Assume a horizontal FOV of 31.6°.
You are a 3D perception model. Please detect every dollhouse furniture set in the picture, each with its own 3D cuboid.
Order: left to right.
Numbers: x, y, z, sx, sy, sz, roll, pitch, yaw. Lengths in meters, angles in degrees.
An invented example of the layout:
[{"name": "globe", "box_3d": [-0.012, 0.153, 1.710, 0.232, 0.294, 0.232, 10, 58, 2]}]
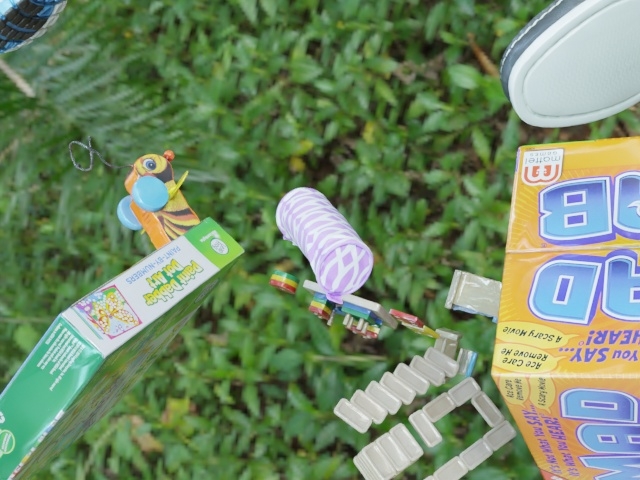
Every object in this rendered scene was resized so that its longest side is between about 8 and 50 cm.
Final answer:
[{"name": "dollhouse furniture set", "box_3d": [0.267, 0.155, 1.880, 0.129, 0.129, 0.184, 7, -81, -75]}]

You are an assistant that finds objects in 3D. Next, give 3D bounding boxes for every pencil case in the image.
[{"name": "pencil case", "box_3d": [0.000, 0.000, 1.541, 0.088, 0.086, 0.206, -60, 27, 12]}]

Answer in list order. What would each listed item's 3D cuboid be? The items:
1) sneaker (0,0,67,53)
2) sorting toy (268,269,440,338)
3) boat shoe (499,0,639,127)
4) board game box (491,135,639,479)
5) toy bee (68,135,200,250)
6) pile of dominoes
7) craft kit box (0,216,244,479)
[{"name": "sneaker", "box_3d": [-0.255, -0.248, 0.992, 0.083, 0.071, 0.191, 46, 104, 11]}, {"name": "sorting toy", "box_3d": [0.052, 0.122, 1.817, 0.274, 0.132, 0.046, 17, 79, 21]}, {"name": "boat shoe", "box_3d": [0.257, -0.190, 0.901, 0.091, 0.302, 0.114, 47, 157, 44]}, {"name": "board game box", "box_3d": [0.458, 0.106, 1.503, 0.356, 0.356, 0.356, -3, 55, 23]}, {"name": "toy bee", "box_3d": [-0.311, -0.102, 2.154, 0.195, 0.162, 0.298, -12, 111, 45]}, {"name": "pile of dominoes", "box_3d": [0.155, 0.285, 1.734, 0.196, 0.251, 0.040, 53, 143, 15]}, {"name": "craft kit box", "box_3d": [-0.204, 0.113, 1.020, 0.250, 0.061, 0.246, -49, -1, 30]}]
